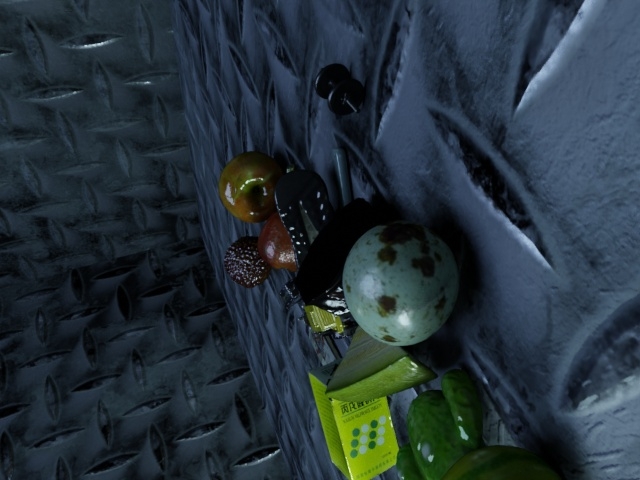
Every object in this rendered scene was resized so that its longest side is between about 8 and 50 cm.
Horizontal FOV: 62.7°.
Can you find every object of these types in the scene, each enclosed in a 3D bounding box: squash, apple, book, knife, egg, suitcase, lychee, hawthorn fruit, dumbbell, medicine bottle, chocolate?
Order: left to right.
[{"bbox_3d":[-0.250,0.069,1.854,0.188,0.188,0.188,164,90,-72],"label":"lychee"},{"bbox_3d":[-0.189,-0.151,1.464,0.196,0.195,0.196,164,90,-72],"label":"apple"},{"bbox_3d":[-0.078,-0.027,1.343,0.162,0.162,0.204,-141,58,-60],"label":"hawthorn fruit"},{"bbox_3d":[-0.068,0.145,1.516,0.059,0.086,0.126,54,158,10],"label":"suitcase"},{"bbox_3d":[0.010,0.312,1.519,0.158,0.026,0.231,96,151,-48],"label":"book"},{"bbox_3d":[0.032,-0.261,0.910,0.069,0.069,0.147,94,152,-46],"label":"dumbbell"},{"bbox_3d":[0.045,-0.110,1.069,0.044,0.023,0.162,-145,42,-64],"label":"knife"},{"bbox_3d":[0.080,0.402,1.212,0.141,0.137,0.250,-175,69,-70],"label":"medicine bottle"},{"bbox_3d":[0.086,0.054,0.968,0.177,0.206,0.224,33,-175,-18],"label":"chocolate"},{"bbox_3d":[0.140,0.205,0.944,0.111,0.203,0.289,39,140,-5],"label":"squash"},{"bbox_3d":[0.118,0.071,0.783,0.231,0.169,0.169,79,165,-50],"label":"egg"}]

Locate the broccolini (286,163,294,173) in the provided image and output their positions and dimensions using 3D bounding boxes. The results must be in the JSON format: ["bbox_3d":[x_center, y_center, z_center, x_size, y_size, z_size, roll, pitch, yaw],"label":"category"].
[{"bbox_3d":[-0.081,-0.080,1.421,0.071,0.057,0.254,9,127,22],"label":"broccolini"}]

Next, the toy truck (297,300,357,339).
[{"bbox_3d":[0.002,0.175,1.289,0.286,0.111,0.136,143,109,-77],"label":"toy truck"}]

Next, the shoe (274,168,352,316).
[{"bbox_3d":[0.000,0.000,1.144,0.171,0.132,0.337,-94,-19,-76],"label":"shoe"}]

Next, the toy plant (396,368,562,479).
[{"bbox_3d":[0.203,0.325,0.761,0.316,0.184,0.224,-140,64,-71],"label":"toy plant"}]
